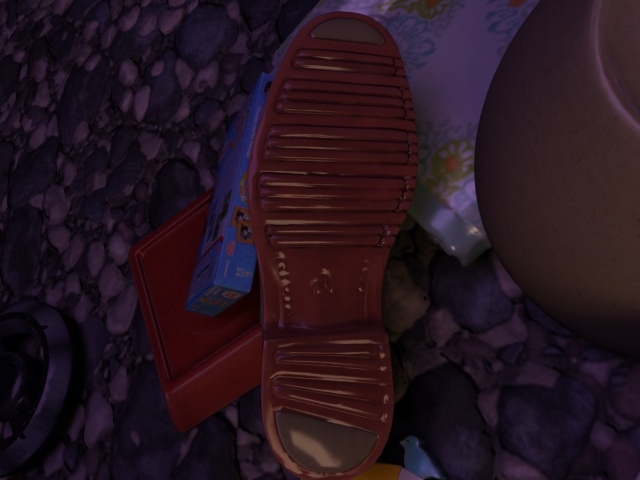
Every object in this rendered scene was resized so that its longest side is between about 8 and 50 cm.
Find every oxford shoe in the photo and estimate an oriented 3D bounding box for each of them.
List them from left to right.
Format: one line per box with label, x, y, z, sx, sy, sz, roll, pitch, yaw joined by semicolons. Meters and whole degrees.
oxford shoe;0.000;0.000;0.648;0.141;0.146;0.396;7;87;-4

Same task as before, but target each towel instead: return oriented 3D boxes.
towel;0.139;-0.196;0.736;0.320;0.090;0.374;-47;53;7

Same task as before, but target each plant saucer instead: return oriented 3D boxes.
plant saucer;-0.111;0.042;0.815;0.258;0.048;0.259;-35;56;15

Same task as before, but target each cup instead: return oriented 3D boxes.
cup;0.259;-0.086;0.468;0.331;0.237;0.331;-3;78;16

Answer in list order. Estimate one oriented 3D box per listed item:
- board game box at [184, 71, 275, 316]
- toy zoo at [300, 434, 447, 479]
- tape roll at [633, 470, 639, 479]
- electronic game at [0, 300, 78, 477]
board game box;-0.085;-0.039;0.723;0.160;0.039;0.211;145;137;-66
toy zoo;0.040;0.311;0.611;0.192;0.030;0.293;10;75;35
tape roll;0.318;0.221;0.304;0.392;0.072;0.391;-11;62;21
electronic game;-0.402;0.189;0.931;0.229;0.048;0.229;-13;62;26
